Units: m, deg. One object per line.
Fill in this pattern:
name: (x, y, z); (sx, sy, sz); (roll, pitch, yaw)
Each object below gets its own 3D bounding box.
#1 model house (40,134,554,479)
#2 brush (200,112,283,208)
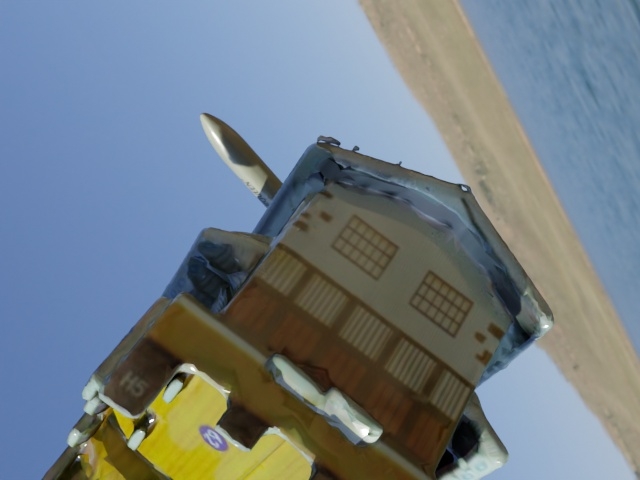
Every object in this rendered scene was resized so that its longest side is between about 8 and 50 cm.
model house: (-0.013, 0.090, 0.527); (0.198, 0.224, 0.215); (35, -130, 0)
brush: (0.000, 0.000, 0.746); (0.299, 0.042, 0.039); (50, -158, -34)
